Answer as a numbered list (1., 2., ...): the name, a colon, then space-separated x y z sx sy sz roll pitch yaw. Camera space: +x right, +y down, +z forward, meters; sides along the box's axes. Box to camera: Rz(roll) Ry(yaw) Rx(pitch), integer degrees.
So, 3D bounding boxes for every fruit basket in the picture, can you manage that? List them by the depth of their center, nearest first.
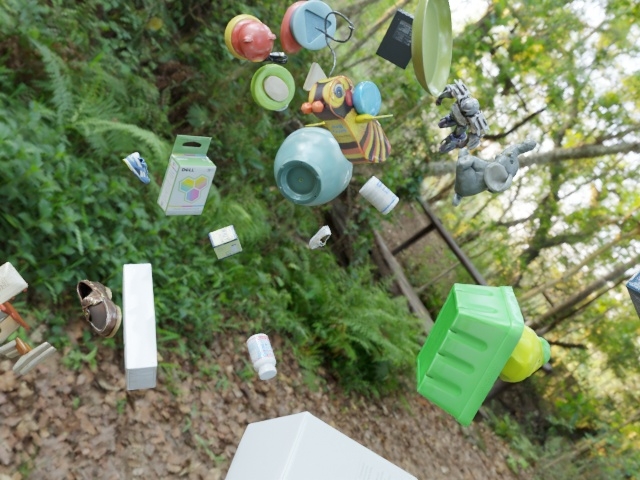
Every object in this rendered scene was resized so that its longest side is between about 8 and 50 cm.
1. fruit basket: 0.494 0.325 1.695 0.392 0.392 0.283 51 21 -14

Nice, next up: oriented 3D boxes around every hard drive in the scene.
1. hard drive: 0.219 -0.540 1.605 0.094 0.135 0.022 28 41 -2

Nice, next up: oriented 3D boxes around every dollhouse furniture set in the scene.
1. dollhouse furniture set: -0.713 0.151 1.351 0.262 0.135 0.259 49 -22 5

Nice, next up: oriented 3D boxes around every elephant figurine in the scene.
1. elephant figurine: 0.560 -0.218 1.922 0.169 0.240 0.186 -70 162 -45

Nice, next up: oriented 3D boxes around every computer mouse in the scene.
1. computer mouse: -0.154 -0.532 2.003 0.042 0.106 0.192 -144 -135 -70

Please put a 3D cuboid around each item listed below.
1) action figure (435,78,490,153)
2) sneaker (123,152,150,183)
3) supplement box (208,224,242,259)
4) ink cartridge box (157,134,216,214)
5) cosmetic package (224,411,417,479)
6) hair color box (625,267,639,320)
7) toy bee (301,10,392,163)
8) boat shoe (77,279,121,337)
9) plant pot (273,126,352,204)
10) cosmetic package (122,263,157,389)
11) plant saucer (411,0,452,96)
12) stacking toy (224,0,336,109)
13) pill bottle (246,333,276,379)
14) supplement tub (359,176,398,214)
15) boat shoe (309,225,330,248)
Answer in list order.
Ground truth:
1. action figure: 0.379 -0.328 1.632 0.285 0.099 0.185 57 16 -83
2. sneaker: -0.624 -0.250 2.069 0.053 0.059 0.144 38 -13 26
3. supplement box: -0.303 0.008 1.908 0.083 0.083 0.056 81 -14 -56
4. ink cartridge box: -0.347 -0.169 1.575 0.109 0.209 0.062 -4 38 -44
5. cosmetic package: -0.022 0.700 1.556 0.394 0.329 0.327 36 54 -18
6. hair color box: 0.835 0.161 1.369 0.347 0.174 0.105 49 -6 -36
7. toy bee: 0.029 -0.259 1.173 0.298 0.195 0.162 51 54 -11
8. boat shoe: -0.513 0.153 1.361 0.073 0.073 0.207 36 -2 -37
9. plant pot: -0.049 -0.247 2.183 0.293 0.293 0.196 52 31 -10
10. cosmetic package: -0.371 0.172 1.216 0.061 0.099 0.239 0 52 -20
11. plant saucer: 0.247 -0.443 1.330 0.241 0.037 0.240 6 90 -65
12. stacking toy: -0.081 -0.514 1.670 0.130 0.309 0.279 38 -32 57
13. pill bottle: -0.219 0.440 2.253 0.087 0.087 0.160 41 19 -50
14. supplement tub: 0.180 -0.137 1.830 0.107 0.071 0.071 42 12 -6
15. boat shoe: 0.000 0.000 1.798 0.035 0.100 0.035 5 50 -39
